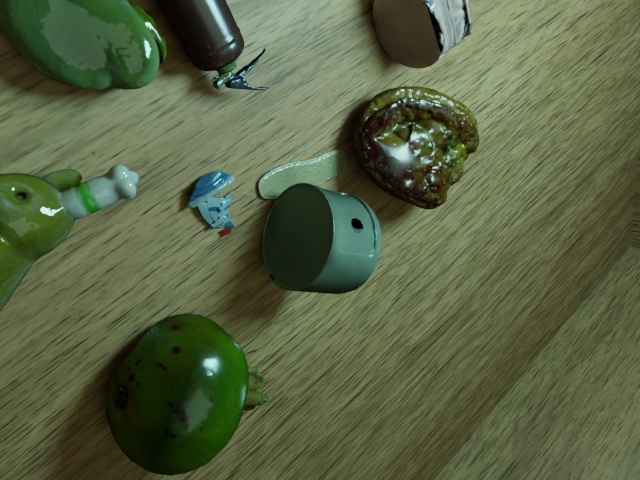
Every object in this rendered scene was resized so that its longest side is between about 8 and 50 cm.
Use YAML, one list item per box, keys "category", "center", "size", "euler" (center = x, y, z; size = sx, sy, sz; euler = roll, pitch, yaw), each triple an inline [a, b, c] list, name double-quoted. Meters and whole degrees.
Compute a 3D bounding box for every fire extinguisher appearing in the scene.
- category: "fire extinguisher"
  center: [-0.187, -0.383, 0.831]
  size: [0.138, 0.102, 0.344]
  euler: [-44, 132, -20]

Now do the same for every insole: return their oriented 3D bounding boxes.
- category: "insole"
  center: [-0.035, -0.148, 1.133]
  size: [0.248, 0.011, 0.081]
  euler: [-26, 123, -31]

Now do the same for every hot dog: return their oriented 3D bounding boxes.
- category: "hot dog"
  center: [0.246, -0.224, 1.232]
  size: [0.388, 0.174, 0.266]
  euler: [16, 100, -45]

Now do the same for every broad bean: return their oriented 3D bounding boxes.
- category: "broad bean"
  center: [-0.340, -0.308, 0.738]
  size: [0.228, 0.100, 0.169]
  euler: [-1, 103, -39]

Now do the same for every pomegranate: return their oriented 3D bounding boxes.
- category: "pomegranate"
  center: [-0.239, 0.324, 1.027]
  size: [0.359, 0.216, 0.309]
  euler: [18, 93, -45]

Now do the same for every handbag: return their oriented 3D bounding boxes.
- category: "handbag"
  center: [0.222, -0.486, 1.097]
  size: [0.116, 0.179, 0.205]
  euler: [-51, 135, -20]

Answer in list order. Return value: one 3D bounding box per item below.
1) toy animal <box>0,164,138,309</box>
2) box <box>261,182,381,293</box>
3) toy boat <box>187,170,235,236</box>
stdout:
- category: "toy animal"
  center: [-0.457, -0.023, 0.713]
  size: [0.363, 0.181, 0.180]
  euler: [-50, 143, -10]
- category: "box"
  center: [0.000, 0.000, 1.082]
  size: [0.149, 0.226, 0.226]
  euler: [9, 103, -43]
- category: "toy boat"
  center: [-0.218, -0.070, 1.005]
  size: [0.105, 0.034, 0.149]
  euler: [-18, 132, -38]
